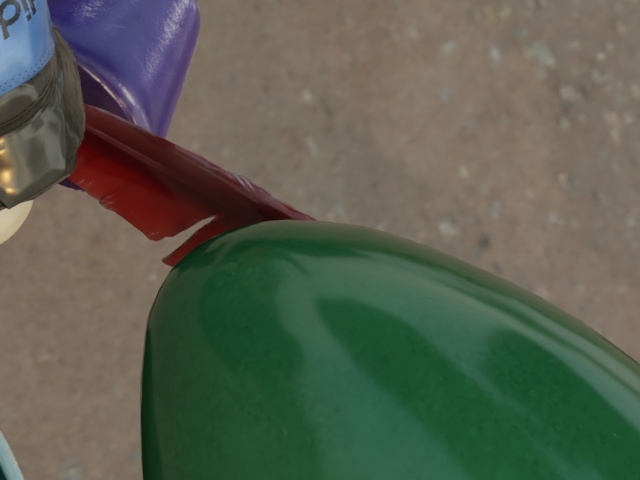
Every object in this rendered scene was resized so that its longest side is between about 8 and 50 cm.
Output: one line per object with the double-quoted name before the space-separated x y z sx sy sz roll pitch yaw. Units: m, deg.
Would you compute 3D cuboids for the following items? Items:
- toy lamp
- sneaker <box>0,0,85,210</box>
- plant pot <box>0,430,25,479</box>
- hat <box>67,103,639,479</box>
"toy lamp" -0.121 0.009 0.591 0.080 0.080 0.275 48 52 -25
"sneaker" -0.099 -0.057 0.376 0.058 0.152 0.085 -35 137 -23
"plant pot" -0.248 0.144 0.742 0.271 0.255 0.272 1 84 -11
"hat" 0.000 0.000 0.414 0.173 0.208 0.184 -63 138 -79
